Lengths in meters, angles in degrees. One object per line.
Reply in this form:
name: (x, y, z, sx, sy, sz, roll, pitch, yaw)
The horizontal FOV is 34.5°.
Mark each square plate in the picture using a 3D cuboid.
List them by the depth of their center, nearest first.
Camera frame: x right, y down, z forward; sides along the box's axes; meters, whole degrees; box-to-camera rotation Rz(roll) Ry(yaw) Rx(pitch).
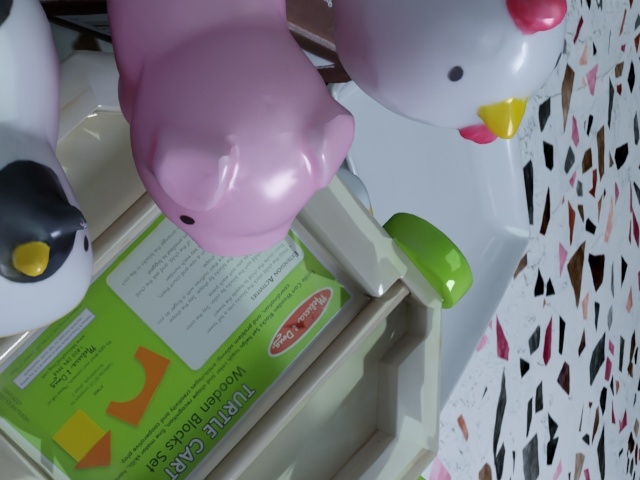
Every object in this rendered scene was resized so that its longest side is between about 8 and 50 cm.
square plate: (0.106, -0.056, 0.949, 0.344, 0.049, 0.347, -52, 135, -47)

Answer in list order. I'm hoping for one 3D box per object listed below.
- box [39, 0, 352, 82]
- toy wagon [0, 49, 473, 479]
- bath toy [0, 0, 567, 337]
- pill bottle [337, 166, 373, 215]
box: (-0.053, -0.292, 0.557, 0.191, 0.143, 0.381, 9, 86, -60)
toy wagon: (-0.044, 0.080, 0.497, 0.267, 0.068, 0.344, -45, 108, -15)
bath toy: (-0.055, -0.055, 0.387, 0.348, 0.129, 0.151, -15, 107, -15)
pill bottle: (-0.010, 0.012, 0.688, 0.103, 0.103, 0.184, -49, 134, -48)
